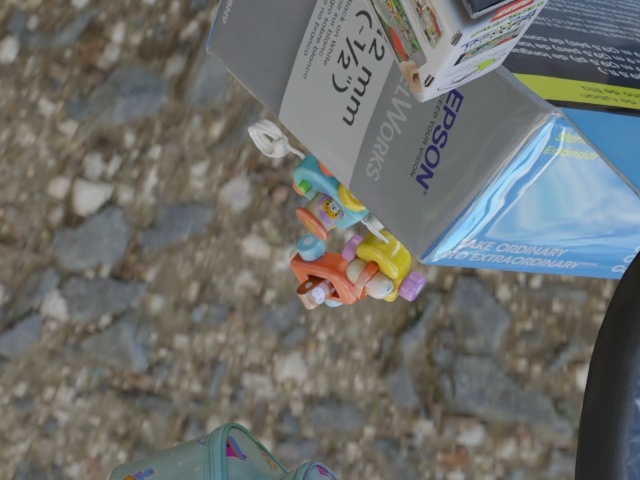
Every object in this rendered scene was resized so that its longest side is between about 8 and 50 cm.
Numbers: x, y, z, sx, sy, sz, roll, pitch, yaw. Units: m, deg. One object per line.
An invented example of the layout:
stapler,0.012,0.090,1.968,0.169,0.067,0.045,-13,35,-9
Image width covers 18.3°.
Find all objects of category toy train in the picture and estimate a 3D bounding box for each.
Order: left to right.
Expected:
toy train,0.000,0.000,1.312,0.125,0.046,0.166,18,147,38

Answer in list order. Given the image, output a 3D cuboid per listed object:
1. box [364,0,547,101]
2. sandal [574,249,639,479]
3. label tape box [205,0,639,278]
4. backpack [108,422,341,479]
box,0.010,-0.156,0.675,0.036,0.114,0.207,-26,85,-10
sandal,0.094,0.107,0.462,0.097,0.054,0.255,3,90,-24
label tape box,0.132,-0.052,0.989,0.249,0.348,0.115,5,119,-35
backpack,-0.037,0.193,1.070,0.144,0.188,0.166,-30,137,10
